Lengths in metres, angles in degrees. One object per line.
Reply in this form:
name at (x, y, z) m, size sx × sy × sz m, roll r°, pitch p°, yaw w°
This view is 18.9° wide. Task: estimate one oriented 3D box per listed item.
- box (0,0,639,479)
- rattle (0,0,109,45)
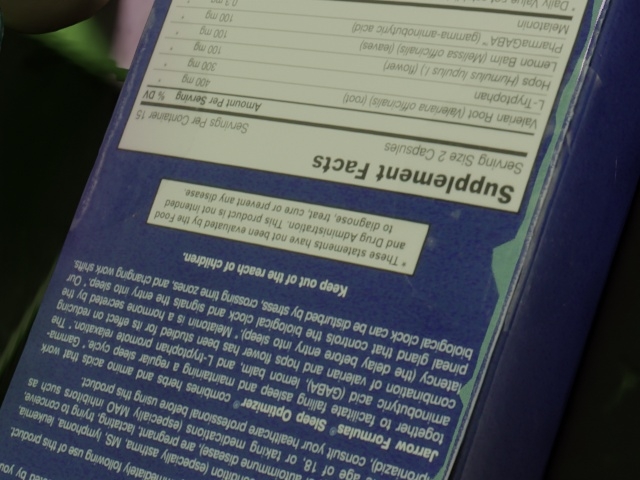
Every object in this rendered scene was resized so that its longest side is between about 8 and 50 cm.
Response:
box at (0.000, 0.000, 0.432) m, size 0.136 × 0.036 × 0.225 m, roll 11°, pitch 76°, yaw 42°
rattle at (-0.046, -0.102, 0.462) m, size 0.142 × 0.130 × 0.200 m, roll -6°, pitch 33°, yaw 0°
